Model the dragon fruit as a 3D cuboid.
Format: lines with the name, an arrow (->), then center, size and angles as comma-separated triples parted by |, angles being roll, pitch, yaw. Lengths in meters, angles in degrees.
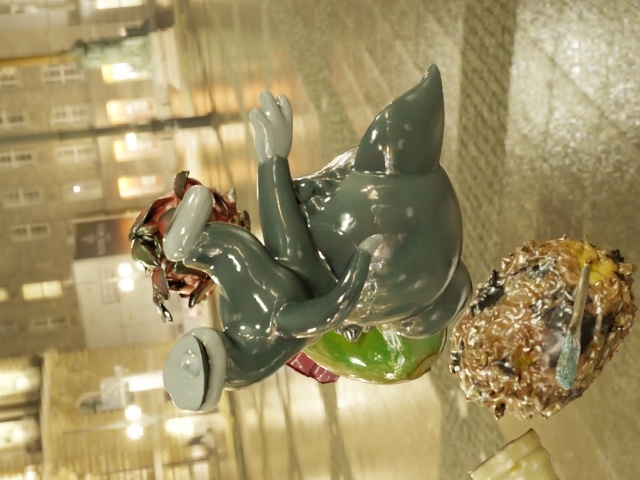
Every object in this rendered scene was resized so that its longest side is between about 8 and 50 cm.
dragon fruit -> -0.125, 0.003, 0.983 | 0.142, 0.121, 0.130 | 11, -135, -61

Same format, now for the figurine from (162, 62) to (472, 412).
figurine -> 0.002, 0.001, 0.630 | 0.265, 0.140, 0.193 | -40, -57, -61

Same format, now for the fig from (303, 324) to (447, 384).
fig -> 0.061, 0.079, 1.144 | 0.191, 0.181, 0.181 | 52, 155, 31

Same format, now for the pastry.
pastry -> 0.410, 0.177, 1.908 | 0.405, 0.292, 0.337 | -49, -1, 34

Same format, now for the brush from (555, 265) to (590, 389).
brush -> 0.382, 0.126, 1.505 | 0.070, 0.021, 0.196 | 50, -130, -53

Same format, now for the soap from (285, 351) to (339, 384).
soap -> 0.028, 0.121, 1.747 | 0.250, 0.162, 0.099 | -49, 29, 11

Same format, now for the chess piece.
chess piece -> 0.261, 0.315, 1.111 | 0.200, 0.090, 0.090 | 54, 161, 17
